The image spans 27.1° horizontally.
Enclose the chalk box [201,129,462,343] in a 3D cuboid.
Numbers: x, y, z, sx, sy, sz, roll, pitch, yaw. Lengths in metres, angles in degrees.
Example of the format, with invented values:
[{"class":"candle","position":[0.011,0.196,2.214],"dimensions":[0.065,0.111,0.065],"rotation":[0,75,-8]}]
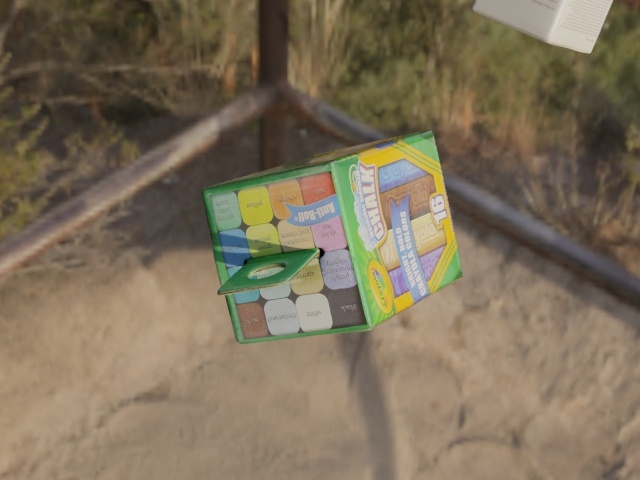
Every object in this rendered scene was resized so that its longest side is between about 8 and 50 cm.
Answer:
[{"class":"chalk box","position":[0.000,0.000,1.048],"dimensions":[0.132,0.132,0.213],"rotation":[-9,7,33]}]

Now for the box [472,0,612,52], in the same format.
[{"class":"box","position":[0.232,-0.252,1.358],"dimensions":[0.101,0.087,0.102],"rotation":[31,17,34]}]
